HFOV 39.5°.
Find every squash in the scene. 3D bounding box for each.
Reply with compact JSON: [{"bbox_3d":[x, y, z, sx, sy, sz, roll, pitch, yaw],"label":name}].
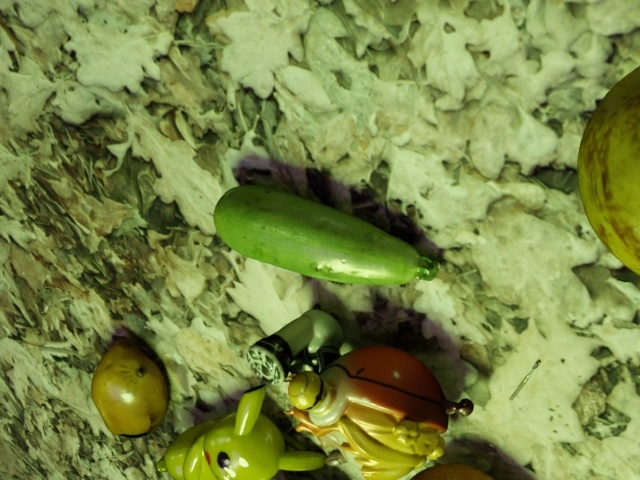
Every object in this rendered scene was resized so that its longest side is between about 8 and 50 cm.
[{"bbox_3d":[-0.004,0.003,1.344,0.370,0.118,0.118,19,129,25],"label":"squash"}]

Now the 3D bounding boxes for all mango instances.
[{"bbox_3d":[-0.400,0.329,1.865,0.166,0.136,0.236,35,140,10],"label":"mango"}]

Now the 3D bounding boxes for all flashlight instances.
[{"bbox_3d":[0.045,0.396,1.628,0.110,0.031,0.052,-31,98,46],"label":"flashlight"}]

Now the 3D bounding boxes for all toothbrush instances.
[{"bbox_3d":[0.301,0.208,1.316,0.006,0.008,0.097,46,139,24],"label":"toothbrush"}]

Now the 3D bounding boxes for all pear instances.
[{"bbox_3d":[0.398,-0.069,0.871,0.280,0.280,0.281,20,129,27],"label":"pear"}]

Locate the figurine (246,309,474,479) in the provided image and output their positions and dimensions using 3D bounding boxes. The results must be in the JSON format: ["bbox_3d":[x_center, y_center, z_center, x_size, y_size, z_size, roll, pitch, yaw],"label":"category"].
[{"bbox_3d":[0.064,0.245,1.396,0.323,0.196,0.320,31,177,29],"label":"figurine"}]

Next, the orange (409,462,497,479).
[{"bbox_3d":[0.221,0.452,1.417,0.206,0.206,0.206,20,129,27],"label":"orange"}]

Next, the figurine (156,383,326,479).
[{"bbox_3d":[-0.157,0.414,1.710,0.218,0.169,0.326,44,141,-17],"label":"figurine"}]
